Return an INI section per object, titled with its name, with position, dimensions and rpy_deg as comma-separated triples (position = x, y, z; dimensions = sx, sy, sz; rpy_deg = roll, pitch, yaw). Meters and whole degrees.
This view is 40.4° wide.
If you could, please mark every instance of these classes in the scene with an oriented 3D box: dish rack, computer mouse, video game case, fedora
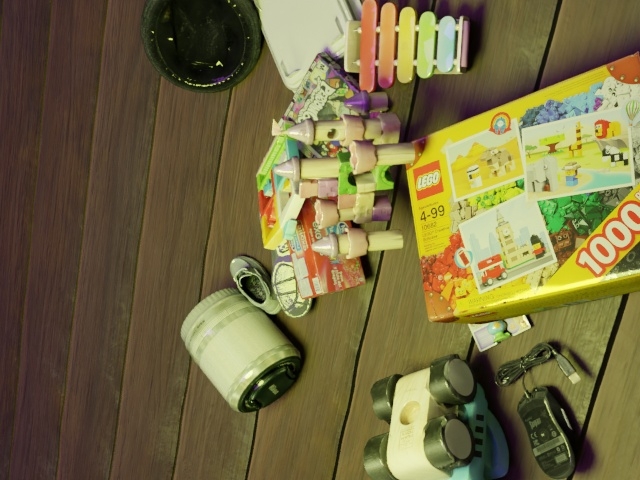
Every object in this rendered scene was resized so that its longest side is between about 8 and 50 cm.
[dish rack]
position = -0.041, -0.541, 2.074
dimensions = 0.285, 0.072, 0.333
rpy_deg = -30, 78, 38
[computer mouse]
position = 0.479, 0.337, 1.766
dimensions = 0.184, 0.060, 0.262
rpy_deg = -48, 54, 38
[video game case]
position = 0.023, -0.286, 2.036
dimensions = 0.210, 0.042, 0.232
rpy_deg = 44, 128, 13
[fedora]
position = -0.295, -0.547, 2.206
dimensions = 0.334, 0.334, 0.152
rpy_deg = -46, 27, 34

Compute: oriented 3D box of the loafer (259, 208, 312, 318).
[loafer]
position = -0.076, 0.042, 2.186
dimensions = 0.109, 0.095, 0.303
rpy_deg = -13, 92, 10

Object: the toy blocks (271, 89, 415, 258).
[toy blocks]
position = 0.024, -0.149, 1.823
dimensions = 0.309, 0.260, 0.289
rpy_deg = -106, 14, -49

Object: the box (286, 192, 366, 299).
[box]
position = 0.000, 0.000, 2.057
dimensions = 0.128, 0.122, 0.257
rpy_deg = -23, 80, 62

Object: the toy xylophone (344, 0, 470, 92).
[toy xylophone]
position = 0.193, -0.450, 1.880
dimensions = 0.322, 0.081, 0.236
rpy_deg = -1, 95, 40

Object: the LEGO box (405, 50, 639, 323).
[LEGO box]
position = 0.428, -0.071, 1.618
dimensions = 0.500, 0.193, 0.373
rpy_deg = -19, 72, 40

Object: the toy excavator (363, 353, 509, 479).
[toy excavator]
position = 0.317, 0.520, 1.838
dimensions = 0.222, 0.445, 0.433
rpy_deg = -30, 36, 40

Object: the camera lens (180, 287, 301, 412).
[camera lens]
position = -0.200, 0.283, 2.221
dimensions = 0.274, 0.219, 0.219
rpy_deg = 46, 122, 26

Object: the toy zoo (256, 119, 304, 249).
[toy zoo]
position = -0.094, -0.115, 2.031
dimensions = 0.192, 0.030, 0.293
rpy_deg = 123, 149, -42

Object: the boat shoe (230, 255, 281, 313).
[boat shoe]
position = -0.177, 0.103, 2.245
dimensions = 0.079, 0.081, 0.227
rpy_deg = -51, 50, 6

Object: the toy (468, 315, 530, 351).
[toy]
position = 0.335, 0.107, 1.854
dimensions = 0.137, 0.056, 0.237
rpy_deg = -34, 74, 36
